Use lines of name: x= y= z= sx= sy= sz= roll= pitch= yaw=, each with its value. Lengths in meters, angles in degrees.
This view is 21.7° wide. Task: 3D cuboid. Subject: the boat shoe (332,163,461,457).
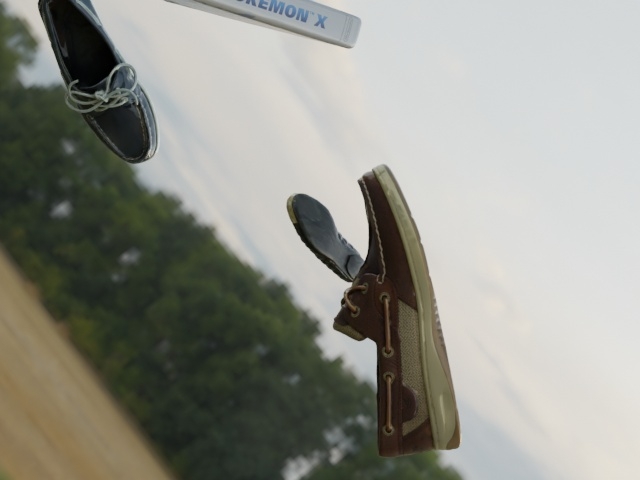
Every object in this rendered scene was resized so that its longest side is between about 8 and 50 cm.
boat shoe: x=0.073 y=0.085 z=1.939 sx=0.123 sy=0.123 sz=0.342 roll=-42 pitch=120 yaw=-89

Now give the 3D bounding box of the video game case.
video game case: x=-0.172 y=-0.262 z=1.626 sx=0.300 sy=0.036 sz=0.329 roll=12 pitch=7 yaw=-43

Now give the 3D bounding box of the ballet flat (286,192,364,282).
ballet flat: x=0.000 y=0.000 z=2.117 sx=0.049 sy=0.057 sz=0.173 roll=8 pitch=-31 yaw=40

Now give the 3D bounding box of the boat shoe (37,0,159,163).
boat shoe: x=-0.277 y=-0.205 z=2.089 sx=0.079 sy=0.095 sz=0.254 roll=-95 pitch=165 yaw=-73
